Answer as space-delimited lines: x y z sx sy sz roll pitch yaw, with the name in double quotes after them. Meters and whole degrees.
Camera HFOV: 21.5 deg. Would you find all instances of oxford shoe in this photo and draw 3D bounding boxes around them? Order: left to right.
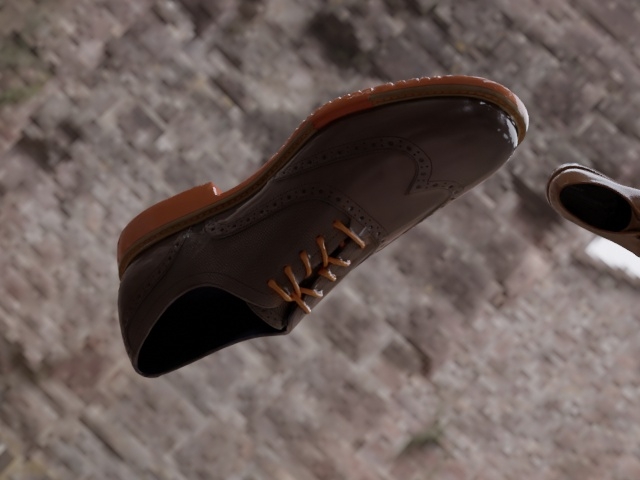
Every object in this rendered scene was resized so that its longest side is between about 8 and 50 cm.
0.000 0.000 1.260 0.364 0.132 0.130 -29 -48 28 "oxford shoe"
0.317 -0.012 1.613 0.212 0.076 0.076 17 11 2 "oxford shoe"
